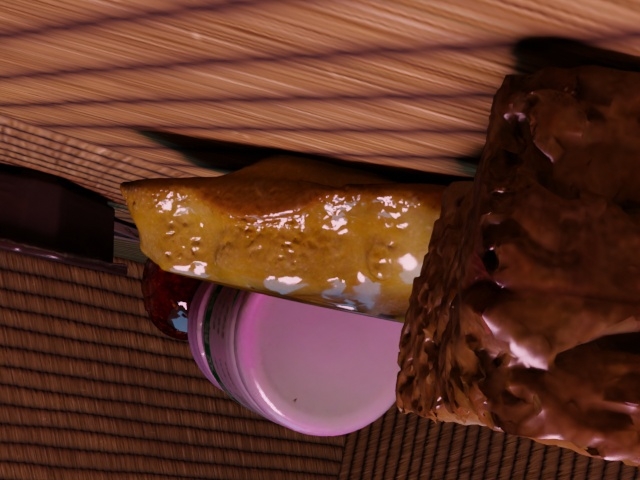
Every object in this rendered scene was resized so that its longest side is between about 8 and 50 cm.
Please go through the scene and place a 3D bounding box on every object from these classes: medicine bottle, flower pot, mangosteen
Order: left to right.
[{"bbox_3d":[-0.308,-0.026,1.177,0.179,0.084,0.251,11,176,11],"label":"flower pot"},{"bbox_3d":[-0.165,0.059,1.584,0.182,0.155,0.145,-15,148,-4],"label":"mangosteen"},{"bbox_3d":[-0.036,0.113,1.357,0.212,0.212,0.325,14,176,-17],"label":"medicine bottle"}]

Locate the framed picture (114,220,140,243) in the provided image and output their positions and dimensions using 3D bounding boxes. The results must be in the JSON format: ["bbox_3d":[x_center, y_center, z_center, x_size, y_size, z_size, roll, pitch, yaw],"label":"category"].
[{"bbox_3d":[-0.389,-0.036,1.633,0.281,0.019,0.209,11,175,20],"label":"framed picture"}]

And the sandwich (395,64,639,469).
[{"bbox_3d":[0.173,0.040,0.470,0.262,0.131,0.325,11,173,1],"label":"sandwich"}]

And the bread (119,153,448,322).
[{"bbox_3d":[0.000,0.000,0.695,0.233,0.088,0.161,8,169,18],"label":"bread"}]
